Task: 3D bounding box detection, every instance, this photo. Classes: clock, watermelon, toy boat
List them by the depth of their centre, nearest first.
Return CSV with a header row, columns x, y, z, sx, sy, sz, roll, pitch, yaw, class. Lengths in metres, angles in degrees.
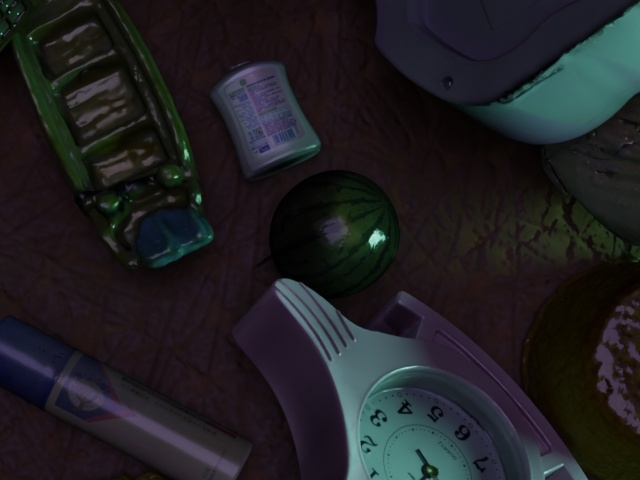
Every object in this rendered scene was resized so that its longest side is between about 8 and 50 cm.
x,y,z,sx,sy,sz,roll,pitch,yaw,class
0.036,0.160,1.235,0.290,0.080,0.275,48,46,8,clock
0.176,-0.253,1.261,0.338,0.102,0.339,-16,65,38,clock
0.000,0.000,1.319,0.133,0.105,0.105,-24,82,17,watermelon
-0.177,-0.101,1.337,0.111,0.084,0.276,-26,80,-4,toy boat

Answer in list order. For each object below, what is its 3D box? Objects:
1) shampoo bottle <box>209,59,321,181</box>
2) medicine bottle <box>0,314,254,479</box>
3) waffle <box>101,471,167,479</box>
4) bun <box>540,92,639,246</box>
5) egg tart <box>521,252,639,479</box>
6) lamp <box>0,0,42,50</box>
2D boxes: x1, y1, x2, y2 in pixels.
x,y,z,sx,sy,sz,roll,pitch,yaw,class
-0.051,-0.108,1.360,0.072,0.043,0.099,-24,82,-7,shampoo bottle
-0.168,0.138,1.306,0.230,0.059,0.059,27,80,1,medicine bottle
-0.137,0.277,1.289,0.194,0.051,0.149,39,81,-1,waffle
0.309,-0.120,1.295,0.272,0.168,0.273,2,93,38,bun
0.272,0.099,1.290,0.202,0.147,0.203,1,78,-3,egg tart
-0.382,-0.266,1.312,0.325,0.089,0.090,35,81,17,lamp
